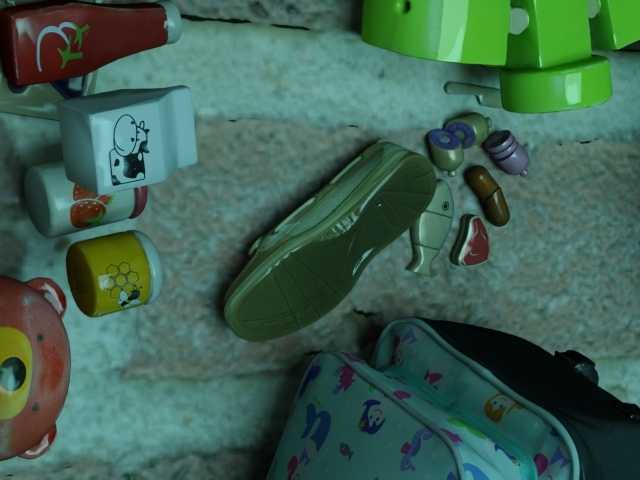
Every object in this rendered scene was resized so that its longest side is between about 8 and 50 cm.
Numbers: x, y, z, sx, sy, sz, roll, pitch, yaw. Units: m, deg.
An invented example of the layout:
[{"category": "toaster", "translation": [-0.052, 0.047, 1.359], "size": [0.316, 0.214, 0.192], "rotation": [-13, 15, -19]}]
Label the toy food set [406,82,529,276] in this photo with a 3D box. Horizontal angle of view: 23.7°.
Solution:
[{"category": "toy food set", "translation": [0.098, -0.035, 0.957], "size": [0.078, 0.019, 0.122], "rotation": [5, 96, -31]}]

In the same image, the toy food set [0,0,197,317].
[{"category": "toy food set", "translation": [-0.092, -0.086, 0.770], "size": [0.105, 0.111, 0.232], "rotation": [-15, 110, -30]}]

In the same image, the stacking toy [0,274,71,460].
[{"category": "stacking toy", "translation": [-0.167, 0.168, 0.687], "size": [0.130, 0.279, 0.308], "rotation": [6, 100, -30]}]

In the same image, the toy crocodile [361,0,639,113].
[{"category": "toy crocodile", "translation": [0.178, -0.155, 0.947], "size": [0.341, 0.105, 0.115], "rotation": [-17, 107, -32]}]

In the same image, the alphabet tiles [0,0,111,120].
[{"category": "alphabet tiles", "translation": [-0.256, -0.164, 0.731], "size": [0.343, 0.011, 0.285], "rotation": [7, 95, -32]}]

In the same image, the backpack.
[{"category": "backpack", "translation": [0.070, 0.190, 0.862], "size": [0.191, 0.225, 0.253], "rotation": [9, 103, -28]}]

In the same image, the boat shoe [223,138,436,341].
[{"category": "boat shoe", "translation": [0.000, -0.002, 0.896], "size": [0.153, 0.048, 0.056], "rotation": [-44, 129, -10]}]
